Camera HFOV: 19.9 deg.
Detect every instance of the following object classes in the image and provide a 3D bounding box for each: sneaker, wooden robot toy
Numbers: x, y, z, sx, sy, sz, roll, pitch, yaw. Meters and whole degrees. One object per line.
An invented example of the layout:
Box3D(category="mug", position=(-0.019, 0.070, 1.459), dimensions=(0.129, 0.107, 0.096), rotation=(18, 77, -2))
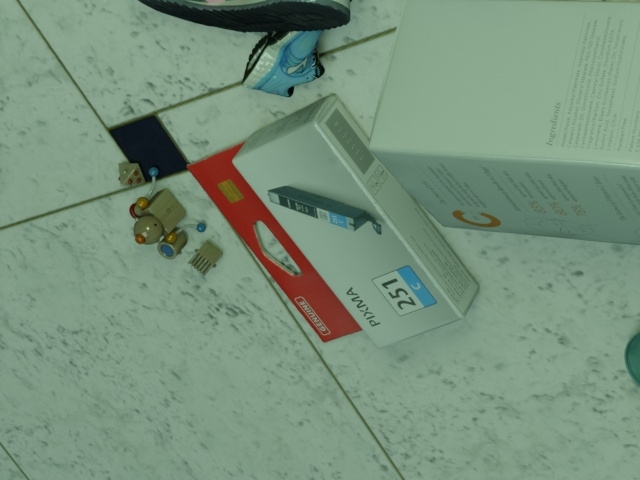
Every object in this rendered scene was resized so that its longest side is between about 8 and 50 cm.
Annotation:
Box3D(category="sneaker", position=(-0.072, -0.292, 1.911), dimensions=(0.319, 0.131, 0.112), rotation=(7, 173, 45))
Box3D(category="wooden robot toy", position=(-0.204, -0.013, 2.232), dimensions=(0.076, 0.079, 0.173), rotation=(-25, 111, 42))
Box3D(category="sneaker", position=(-0.020, -0.211, 1.977), dimensions=(0.073, 0.063, 0.162), rotation=(25, 143, -17))

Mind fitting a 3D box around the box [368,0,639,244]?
Box3D(category="box", position=(0.254, -0.110, 1.747), dimensions=(0.345, 0.168, 0.215), rotation=(5, 162, 27))

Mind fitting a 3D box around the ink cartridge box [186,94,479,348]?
Box3D(category="ink cartridge box", position=(0.000, 0.000, 2.131), dimensions=(0.261, 0.066, 0.296), rotation=(-23, 113, 41))

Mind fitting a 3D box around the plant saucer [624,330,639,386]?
Box3D(category="plant saucer", position=(0.400, 0.135, 2.037), dimensions=(0.119, 0.021, 0.119), rotation=(17, 135, 18))
